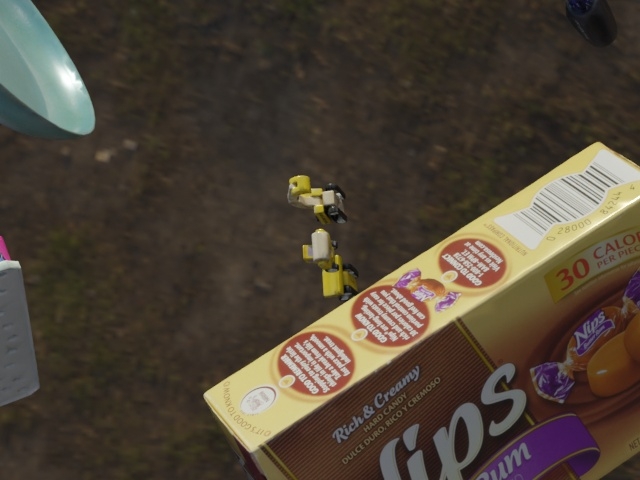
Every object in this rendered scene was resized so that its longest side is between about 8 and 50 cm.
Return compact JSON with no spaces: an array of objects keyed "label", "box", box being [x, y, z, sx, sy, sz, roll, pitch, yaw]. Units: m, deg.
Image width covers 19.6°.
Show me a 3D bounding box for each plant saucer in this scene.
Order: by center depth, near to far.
[{"label":"plant saucer","box":[-0.313,-0.203,1.588,0.043,0.317,0.318,-39,63,10]}]

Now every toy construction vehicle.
[{"label":"toy construction vehicle","box":[0.000,0.000,1.428,0.035,0.098,0.086,-9,74,14]}]

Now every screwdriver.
[{"label":"screwdriver","box":[0.131,-0.146,1.002,0.024,0.170,0.025,-33,60,10]}]

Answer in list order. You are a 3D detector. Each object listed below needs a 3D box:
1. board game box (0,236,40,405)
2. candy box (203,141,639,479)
[{"label":"board game box","box":[-0.505,0.145,2.002,0.390,0.390,0.050,-19,69,-13]},{"label":"candy box","box":[0.061,0.058,0.717,0.186,0.109,0.053,-33,33,-11]}]
